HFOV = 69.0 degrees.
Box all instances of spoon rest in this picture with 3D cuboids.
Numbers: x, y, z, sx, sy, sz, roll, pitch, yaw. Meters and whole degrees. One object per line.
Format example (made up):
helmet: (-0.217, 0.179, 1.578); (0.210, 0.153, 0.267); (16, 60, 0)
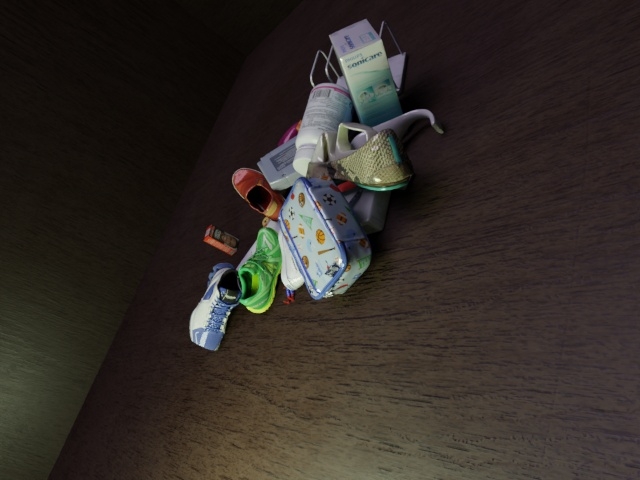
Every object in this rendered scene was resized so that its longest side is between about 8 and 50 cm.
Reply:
spoon rest: (0.210, -0.295, 1.321); (0.276, 0.137, 0.084); (-17, 60, 36)

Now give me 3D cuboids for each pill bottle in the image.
pill bottle: (0.010, -0.353, 1.528); (0.160, 0.160, 0.283); (-10, 59, 54)

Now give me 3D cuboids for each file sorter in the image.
file sorter: (0.127, -0.586, 1.591); (0.277, 0.173, 0.193); (-10, 53, 34)

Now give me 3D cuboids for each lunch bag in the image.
lunch bag: (0.000, 0.000, 1.222); (0.243, 0.115, 0.303); (-53, 54, 48)

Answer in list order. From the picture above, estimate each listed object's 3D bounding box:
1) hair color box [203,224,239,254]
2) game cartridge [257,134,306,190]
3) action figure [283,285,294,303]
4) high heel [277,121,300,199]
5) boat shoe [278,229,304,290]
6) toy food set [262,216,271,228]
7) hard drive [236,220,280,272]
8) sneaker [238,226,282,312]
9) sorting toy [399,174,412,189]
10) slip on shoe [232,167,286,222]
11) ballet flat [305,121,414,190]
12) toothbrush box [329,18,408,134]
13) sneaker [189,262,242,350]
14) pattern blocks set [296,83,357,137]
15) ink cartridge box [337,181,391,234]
hair color box: (-0.423, -0.002, 1.996); (0.043, 0.141, 0.072); (-34, 37, 36)
game cartridge: (-0.074, -0.304, 1.698); (0.297, 0.062, 0.198); (-32, 50, 0)
action figure: (-0.097, 0.143, 1.472); (0.038, 0.030, 0.115); (-42, 30, 36)
high heel: (-0.124, -0.279, 1.801); (0.181, 0.127, 0.377); (-131, 60, -73)
boat shoe: (-0.072, 0.035, 1.485); (0.084, 0.095, 0.258); (-34, 47, 30)
toy food set: (-0.207, -0.065, 1.845); (0.082, 0.020, 0.083); (-24, 43, 46)
hard drive: (-0.191, 0.033, 1.707); (0.319, 0.040, 0.210); (-53, 29, 10)
sneaker: (-0.197, 0.087, 1.540); (0.109, 0.123, 0.295); (-6, 68, 32)
sorting toy: (0.234, -0.176, 1.272); (0.083, 0.012, 0.062); (-64, 24, -3)
slip on shoe: (-0.236, -0.180, 1.715); (0.331, 0.101, 0.123); (43, 103, 38)
ballet flat: (0.075, -0.225, 1.255); (0.164, 0.182, 0.483); (-21, 12, -22)
toothbrush box: (0.142, -0.462, 1.376); (0.126, 0.295, 0.216); (-21, 38, 9)
sneaker: (-0.360, 0.227, 1.646); (0.182, 0.127, 0.315); (-9, 63, 64)
pattern blocks set: (0.042, -0.466, 1.711); (0.285, 0.026, 0.325); (-28, 46, 7)
ink cartridge box: (0.090, -0.126, 1.395); (0.296, 0.066, 0.261); (-16, 51, 51)
